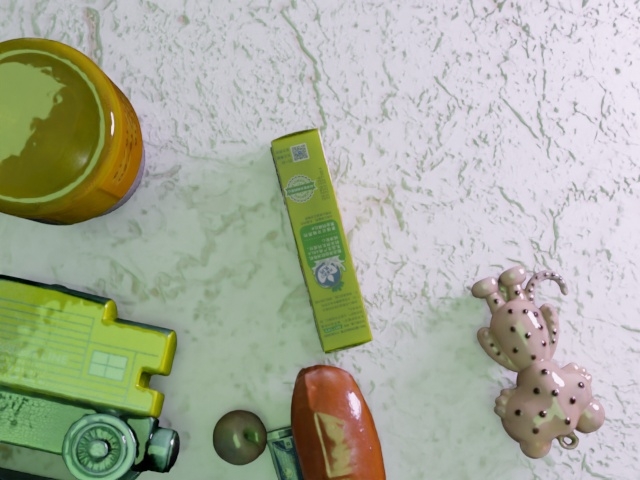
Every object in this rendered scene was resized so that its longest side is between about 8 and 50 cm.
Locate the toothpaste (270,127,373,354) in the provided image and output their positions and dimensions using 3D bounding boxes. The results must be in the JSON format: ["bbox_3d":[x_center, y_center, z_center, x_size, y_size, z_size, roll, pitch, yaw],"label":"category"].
[{"bbox_3d":[0.000,0.000,1.759,0.077,0.110,0.327,-14,88,-3],"label":"toothpaste"}]

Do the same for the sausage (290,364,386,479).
[{"bbox_3d":[0.027,0.306,1.741,0.133,0.133,0.258,-13,87,-1],"label":"sausage"}]

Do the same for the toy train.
[{"bbox_3d":[-0.404,0.196,1.727,0.442,0.179,0.272,12,80,1],"label":"toy train"}]

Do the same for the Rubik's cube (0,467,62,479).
[{"bbox_3d":[-0.462,0.457,1.674,0.250,0.248,0.246,14,87,0],"label":"Rubik's cube"}]

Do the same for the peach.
[{"bbox_3d":[-0.119,0.289,1.766,0.083,0.083,0.083,0,88,0],"label":"peach"}]

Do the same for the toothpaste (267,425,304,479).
[{"bbox_3d":[-0.035,0.374,1.783,0.057,0.035,0.197,-12,85,-11],"label":"toothpaste"}]

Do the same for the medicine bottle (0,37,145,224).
[{"bbox_3d":[-0.354,-0.132,1.627,0.224,0.384,0.224,0,87,0],"label":"medicine bottle"}]

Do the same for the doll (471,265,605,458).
[{"bbox_3d":[0.314,0.174,1.760,0.154,0.119,0.278,-12,78,-1],"label":"doll"}]
